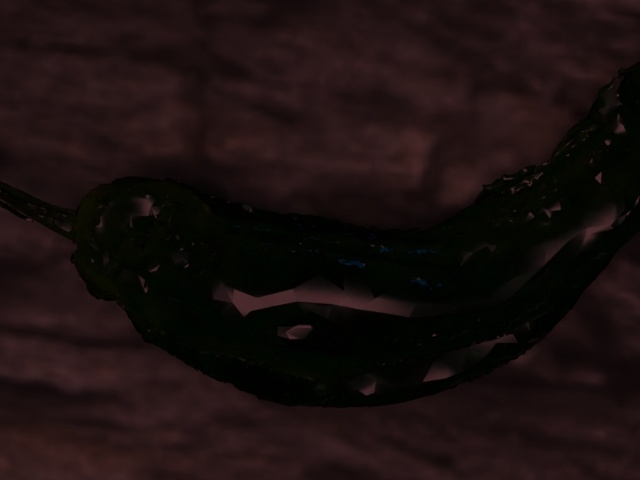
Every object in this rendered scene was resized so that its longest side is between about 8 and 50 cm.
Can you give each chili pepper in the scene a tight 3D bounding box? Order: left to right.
[{"bbox_3d":[0.000,0.001,0.685,0.279,0.065,0.122,-4,91,8],"label":"chili pepper"}]
